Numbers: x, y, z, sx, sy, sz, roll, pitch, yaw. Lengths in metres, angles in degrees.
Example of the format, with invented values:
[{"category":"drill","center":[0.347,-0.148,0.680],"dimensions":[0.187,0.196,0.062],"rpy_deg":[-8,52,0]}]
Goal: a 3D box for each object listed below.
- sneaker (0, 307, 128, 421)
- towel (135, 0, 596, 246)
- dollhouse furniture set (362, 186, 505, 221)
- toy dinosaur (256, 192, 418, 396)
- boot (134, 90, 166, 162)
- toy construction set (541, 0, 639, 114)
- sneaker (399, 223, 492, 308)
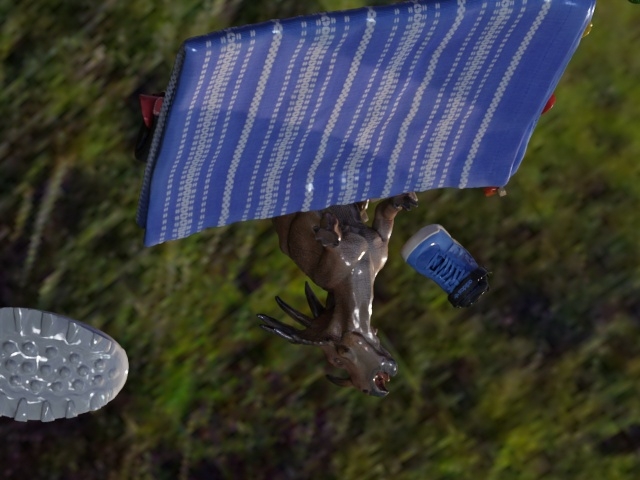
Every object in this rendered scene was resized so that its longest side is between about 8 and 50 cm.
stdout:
[{"category":"sneaker","center":[-0.264,0.083,1.342],"dimensions":[0.235,0.090,0.095],"rpy_deg":[5,9,-5]},{"category":"towel","center":[0.034,-0.094,1.335],"dimensions":[0.336,0.243,0.040],"rpy_deg":[-11,60,-22]},{"category":"dollhouse furniture set","center":[0.106,-0.078,2.361],"dimensions":[0.262,0.259,0.135],"rpy_deg":[12,56,-82]},{"category":"toy dinosaur","center":[0.000,0.000,1.785],"dimensions":[0.127,0.200,0.295],"rpy_deg":[4,49,-24]},{"category":"boot","center":[-0.118,-0.176,2.130],"dimensions":[0.176,0.244,0.088],"rpy_deg":[28,13,-22]},{"category":"toy construction set","center":[0.280,-0.250,1.783],"dimensions":[0.309,0.257,0.237],"rpy_deg":[30,15,-27]},{"category":"sneaker","center":[0.149,0.034,1.996],"dimensions":[0.084,0.058,0.152],"rpy_deg":[49,9,22]}]
